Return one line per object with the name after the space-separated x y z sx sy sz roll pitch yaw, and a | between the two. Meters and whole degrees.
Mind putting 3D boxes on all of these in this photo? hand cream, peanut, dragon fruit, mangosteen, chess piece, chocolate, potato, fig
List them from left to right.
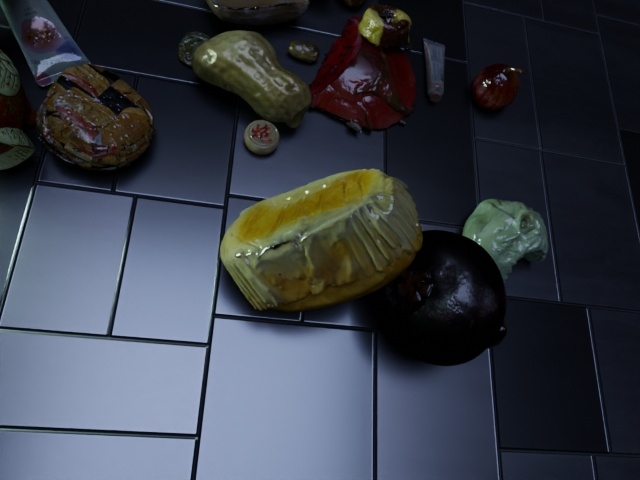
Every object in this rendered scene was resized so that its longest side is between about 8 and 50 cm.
-0.651 -0.506 1.155 0.124 0.078 0.341 -30 84 -23 | hand cream
-0.151 -0.382 1.176 0.291 0.159 0.143 32 36 -1 | peanut
-0.164 -0.595 1.297 0.261 0.083 0.161 -13 55 -22 | chocolate
-0.136 -0.239 1.194 0.083 0.038 0.084 4 67 -11 | chess piece
-0.041 -0.485 1.309 0.083 0.040 0.051 13 62 -10 | potato
0.137 -0.429 1.307 0.282 0.100 0.344 28 66 -7 | dragon fruit
0.310 -0.466 1.394 0.067 0.043 0.210 12 62 -12 | hand cream
0.263 0.123 1.063 0.302 0.274 0.275 20 60 -45 | mangosteen
0.467 -0.410 1.365 0.128 0.150 0.129 2 97 13 | fig

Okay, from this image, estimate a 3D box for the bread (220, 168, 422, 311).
-0.003 0.009 0.989 0.388 0.183 0.236 -15 39 23 | bread

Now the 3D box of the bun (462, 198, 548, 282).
0.443 -0.006 1.203 0.203 0.126 0.213 32 66 2 | bun

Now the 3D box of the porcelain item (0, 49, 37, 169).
-0.655 -0.260 0.999 0.252 0.253 0.253 5 69 -12 | porcelain item

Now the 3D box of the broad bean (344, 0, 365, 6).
0.096 -0.722 1.412 0.114 0.084 0.165 -3 65 -10 | broad bean

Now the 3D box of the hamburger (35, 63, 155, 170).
-0.466 -0.251 1.068 0.230 0.107 0.231 15 57 -25 | hamburger

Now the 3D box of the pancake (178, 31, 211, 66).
-0.298 -0.462 1.249 0.107 0.017 0.108 3 69 -9 | pancake

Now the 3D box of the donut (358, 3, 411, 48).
0.166 -0.538 1.285 0.140 0.059 0.141 9 49 -11 | donut
